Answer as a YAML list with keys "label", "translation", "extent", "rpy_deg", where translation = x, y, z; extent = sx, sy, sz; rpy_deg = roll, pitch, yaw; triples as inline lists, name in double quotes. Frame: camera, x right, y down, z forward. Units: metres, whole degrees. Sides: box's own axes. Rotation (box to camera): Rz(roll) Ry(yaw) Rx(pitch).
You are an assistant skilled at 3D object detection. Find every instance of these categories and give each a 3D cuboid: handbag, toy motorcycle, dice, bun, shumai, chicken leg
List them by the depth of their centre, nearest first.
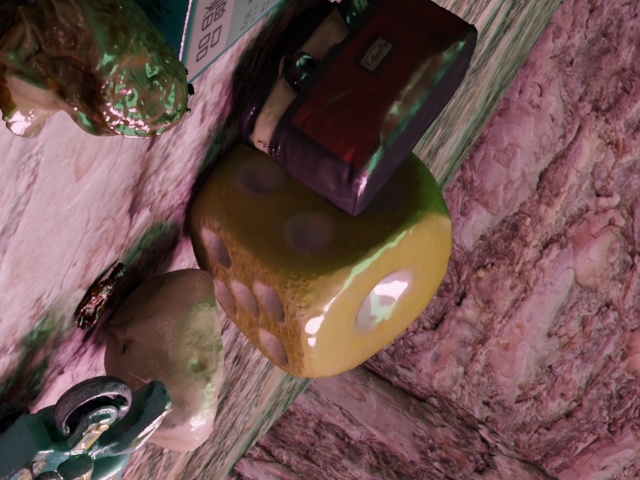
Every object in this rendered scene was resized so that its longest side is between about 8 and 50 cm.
- label: "shumai"
  translation: [-0.164, -0.112, 0.893]
  extent: [0.116, 0.145, 0.145]
  rpy_deg: [-40, 173, 8]
- label: "chicken leg"
  translation: [-0.237, 0.060, 1.442]
  extent: [0.083, 0.021, 0.036]
  rpy_deg: [-59, 160, 6]
- label: "handbag"
  translation: [0.034, -0.172, 1.450]
  extent: [0.254, 0.181, 0.181]
  rpy_deg: [-54, 170, -15]
- label: "toy motorcycle"
  translation: [-0.282, 0.251, 1.453]
  extent: [0.296, 0.109, 0.198]
  rpy_deg: [-45, 147, 21]
- label: "bun"
  translation: [-0.184, 0.134, 1.562]
  extent: [0.231, 0.133, 0.231]
  rpy_deg: [-175, -90, -82]
- label: "dice"
  translation: [0.000, 0.000, 1.593]
  extent: [0.238, 0.233, 0.227]
  rpy_deg: [-35, 151, -23]

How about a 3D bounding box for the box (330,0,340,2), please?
- label: "box"
  translation: [0.050, -0.342, 1.210]
  extent: [0.225, 0.086, 0.129]
  rpy_deg: [-51, 170, -11]

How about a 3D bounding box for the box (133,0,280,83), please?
- label: "box"
  translation: [-0.077, -0.237, 0.940]
  extent: [0.153, 0.092, 0.245]
  rpy_deg: [-47, 168, -33]
